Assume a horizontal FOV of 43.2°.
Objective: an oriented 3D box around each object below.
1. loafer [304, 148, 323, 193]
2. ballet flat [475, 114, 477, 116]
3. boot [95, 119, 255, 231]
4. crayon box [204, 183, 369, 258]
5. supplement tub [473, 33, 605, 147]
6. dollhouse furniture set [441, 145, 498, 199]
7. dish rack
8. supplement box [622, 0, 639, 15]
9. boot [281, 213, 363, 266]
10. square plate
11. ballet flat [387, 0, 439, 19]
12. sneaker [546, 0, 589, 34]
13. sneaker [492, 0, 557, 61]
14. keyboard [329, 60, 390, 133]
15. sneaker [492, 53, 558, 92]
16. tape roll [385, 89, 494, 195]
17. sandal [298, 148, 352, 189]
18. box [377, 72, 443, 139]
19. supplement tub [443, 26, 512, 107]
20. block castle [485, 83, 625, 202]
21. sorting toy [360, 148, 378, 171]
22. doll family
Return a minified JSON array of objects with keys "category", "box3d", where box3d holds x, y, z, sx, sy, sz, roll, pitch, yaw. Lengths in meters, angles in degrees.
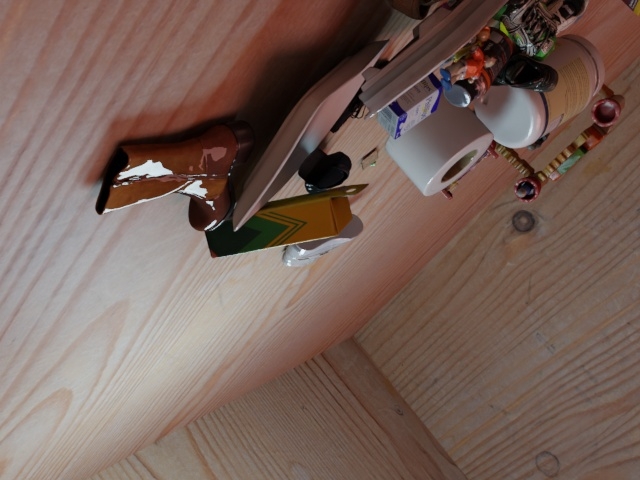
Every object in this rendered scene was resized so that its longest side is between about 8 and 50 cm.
[{"category":"loafer","box3d":[-0.013,-0.171,1.866,0.170,0.062,0.061,88,15,-64]},{"category":"ballet flat","box3d":[0.513,-0.370,2.535,0.074,0.074,0.203,-45,171,22]},{"category":"boot","box3d":[-0.261,-0.082,1.416,0.280,0.096,0.264,-24,160,-44]},{"category":"crayon box","box3d":[-0.058,-0.044,1.670,0.318,0.081,0.202,-11,-172,13]},{"category":"supplement tub","box3d":[0.615,-0.425,2.260,0.324,0.235,0.235,-32,164,-27]},{"category":"dollhouse furniture set","box3d":[0.419,-0.264,2.531,0.201,0.152,0.374,-43,-178,11]},{"category":"dish rack","box3d":[0.209,-0.368,1.444,0.285,0.072,0.333,-32,-169,50]},{"category":"supplement box","box3d":[0.799,-0.700,1.973,0.194,0.191,0.129,-38,165,-1]},{"category":"boot","box3d":[0.000,0.000,2.352,0.258,0.095,0.123,-18,162,-35]},{"category":"square plate","box3d":[-0.026,-0.213,1.536,0.344,0.049,0.347,-52,179,40]},{"category":"ballet flat","box3d":[0.238,-0.502,1.356,0.107,0.106,0.316,-18,154,-54]},{"category":"sneaker","box3d":[0.600,-0.569,2.086,0.237,0.085,0.086,-40,178,-20]},{"category":"sneaker","box3d":[0.492,-0.514,1.873,0.134,0.146,0.343,-43,164,16]},{"category":"keyboard","box3d":[0.089,-0.291,1.708,0.192,0.038,0.100,-48,-176,29]},{"category":"sneaker","box3d":[0.461,-0.424,1.999,0.130,0.227,0.087,5,104,-52]},{"category":"tape roll","box3d":[0.318,-0.260,2.164,0.246,0.169,0.246,-36,165,-11]},{"category":"sandal","box3d":[0.017,-0.143,1.752,0.097,0.054,0.254,-53,168,14]},{"category":"box","box3d":[0.209,-0.323,1.895,0.137,0.072,0.126,-37,166,-11]},{"category":"supplement tub","box3d":[0.360,-0.398,1.869,0.198,0.106,0.106,-55,174,-27]},{"category":"block castle","box3d":[0.727,-0.362,2.612,0.213,0.303,0.453,-32,165,-50]},{"category":"sorting toy","box3d":[0.130,-0.211,2.156,0.062,0.012,0.083,-43,163,-6]},{"category":"doll family","box3d":[0.307,-0.458,1.710,0.163,0.118,0.263,-29,145,-16]}]
